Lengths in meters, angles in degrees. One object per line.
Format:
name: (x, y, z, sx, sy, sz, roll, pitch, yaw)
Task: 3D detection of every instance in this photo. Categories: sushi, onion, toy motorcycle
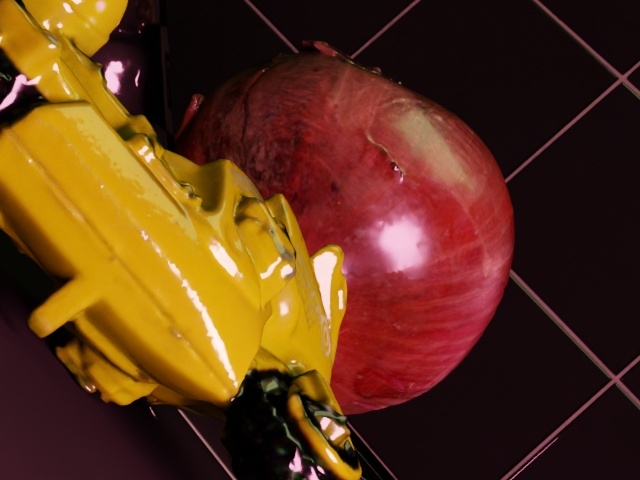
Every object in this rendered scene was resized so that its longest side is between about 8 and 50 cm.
sushi: (-0.196, -0.147, 1.091, 0.296, 0.100, 0.373, -136, -137, -71)
onion: (0.002, -0.006, 1.186, 0.353, 0.353, 0.353, 49, -2, 3)
toy motorcycle: (-0.088, -0.010, 0.610, 0.342, 0.142, 0.206, 51, -4, -10)
